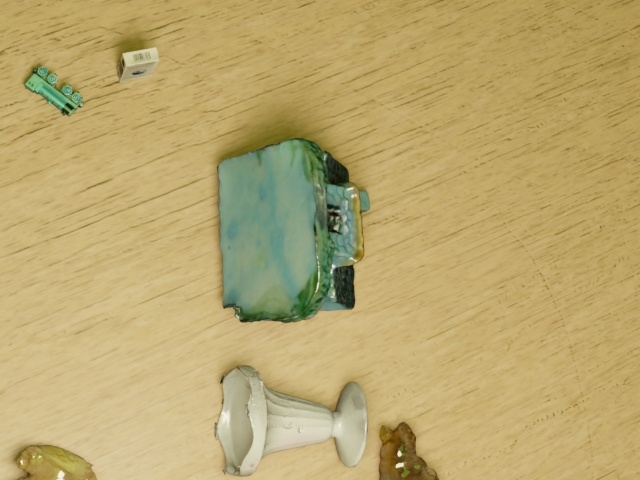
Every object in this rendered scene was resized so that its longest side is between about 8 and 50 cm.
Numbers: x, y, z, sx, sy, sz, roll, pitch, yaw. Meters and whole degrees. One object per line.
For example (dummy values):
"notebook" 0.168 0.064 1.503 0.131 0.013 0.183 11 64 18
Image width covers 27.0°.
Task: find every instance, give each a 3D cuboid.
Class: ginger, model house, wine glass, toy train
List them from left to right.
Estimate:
"ginger" -0.390 0.397 1.872 0.137 0.074 0.213 13 81 -12
"toy train" -0.402 -0.225 2.022 0.092 0.029 0.045 38 79 -6
"wine glass" -0.041 0.263 1.948 0.196 0.165 0.165 3 78 -18
"model house" 0.000 0.000 2.001 0.241 0.226 0.261 7 77 -44
"ginger" 0.086 0.437 1.987 0.166 0.080 0.333 24 80 7

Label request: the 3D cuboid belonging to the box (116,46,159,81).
"box" -0.278 -0.268 2.033 0.054 0.083 0.024 -15 84 -17
